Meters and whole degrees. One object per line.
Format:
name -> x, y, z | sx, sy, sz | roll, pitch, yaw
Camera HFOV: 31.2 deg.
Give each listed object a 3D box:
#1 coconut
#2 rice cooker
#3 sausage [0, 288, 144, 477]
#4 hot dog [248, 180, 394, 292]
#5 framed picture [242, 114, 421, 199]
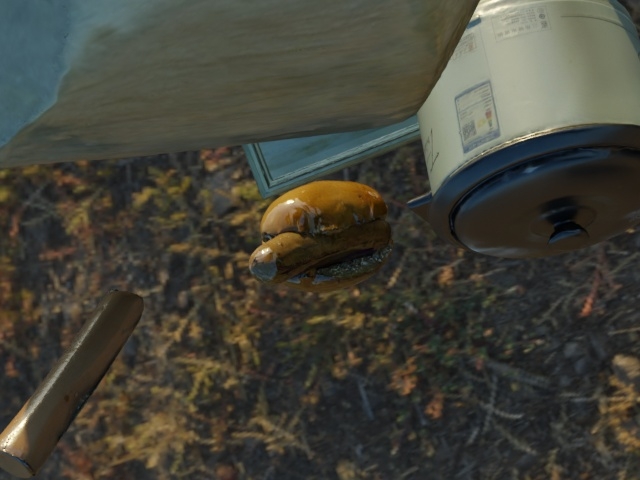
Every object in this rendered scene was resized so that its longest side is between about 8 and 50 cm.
coconut -> -0.065, -0.213, 0.492 | 0.344, 0.415, 0.415 | 30, 115, 1
rice cooker -> 0.210, -0.097, 1.087 | 0.280, 0.241, 0.227 | -21, 62, 23
sausage -> -0.123, 0.067, 0.569 | 0.026, 0.116, 0.026 | 16, 137, 15
hot dog -> 0.000, -0.002, 0.915 | 0.060, 0.140, 0.090 | 15, 105, 58
framed picture -> 0.020, -0.192, 1.348 | 0.274, 0.017, 0.217 | -23, 97, -1
